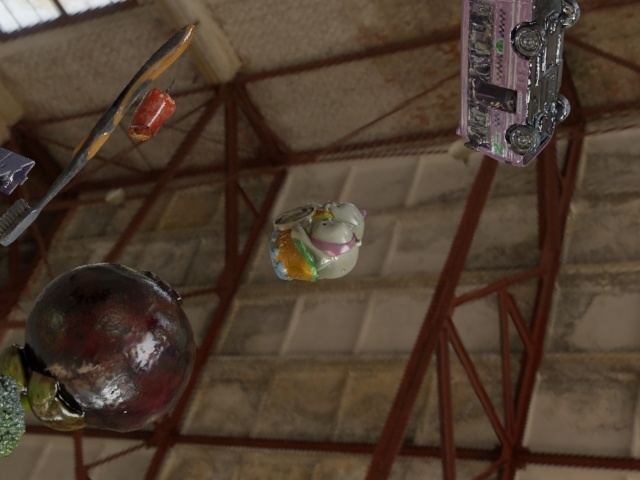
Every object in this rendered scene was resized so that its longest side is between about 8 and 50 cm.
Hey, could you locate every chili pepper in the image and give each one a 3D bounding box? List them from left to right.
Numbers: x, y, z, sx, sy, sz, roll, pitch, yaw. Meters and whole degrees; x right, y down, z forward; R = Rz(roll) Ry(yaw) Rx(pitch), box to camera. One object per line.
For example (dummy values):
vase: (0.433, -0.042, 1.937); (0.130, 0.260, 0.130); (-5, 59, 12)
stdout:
chili pepper: (-0.406, -0.334, 2.336); (0.086, 0.084, 0.192); (10, -117, 37)

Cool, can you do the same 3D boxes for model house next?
model house: (-0.432, -0.092, 1.135); (0.167, 0.117, 0.088); (20, -114, 15)

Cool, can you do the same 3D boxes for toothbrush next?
toothbrush: (-0.246, -0.118, 1.041); (0.031, 0.023, 0.321); (43, -92, 13)

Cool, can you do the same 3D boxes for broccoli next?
broccoli: (-0.458, 0.234, 1.141); (0.204, 0.118, 0.122); (-23, -128, -12)

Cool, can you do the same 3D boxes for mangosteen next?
mangosteen: (-0.386, 0.209, 1.624); (0.359, 0.306, 0.306); (-50, -142, -12)

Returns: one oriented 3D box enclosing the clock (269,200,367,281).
clock: (0.000, 0.000, 1.477); (0.144, 0.103, 0.231); (-16, -159, 14)

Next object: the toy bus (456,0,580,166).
toy bus: (0.202, -0.184, 1.000); (0.108, 0.199, 0.096); (20, -138, 30)
